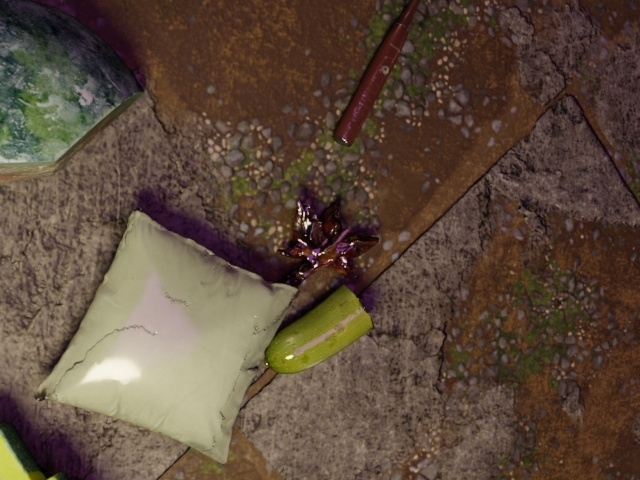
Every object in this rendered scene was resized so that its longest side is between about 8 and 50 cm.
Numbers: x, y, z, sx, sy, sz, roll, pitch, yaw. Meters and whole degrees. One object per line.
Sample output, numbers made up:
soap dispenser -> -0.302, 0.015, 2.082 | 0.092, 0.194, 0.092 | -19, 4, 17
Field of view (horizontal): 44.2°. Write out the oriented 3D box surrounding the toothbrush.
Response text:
toothbrush -> 0.117, -0.323, 1.379 | 0.040, 0.041, 0.364 | 32, 79, -21

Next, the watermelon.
watermelon -> -0.418, -0.172, 1.078 | 0.228, 0.258, 0.387 | 42, 31, -4

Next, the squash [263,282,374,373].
squash -> -0.009, 0.162, 1.309 | 0.188, 0.095, 0.095 | -34, 104, -16

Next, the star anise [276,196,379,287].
star anise -> -0.002, -0.001, 1.325 | 0.212, 0.053, 0.157 | -12, 97, -21

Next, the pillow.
pillow -> -0.218, 0.150, 1.197 | 0.310, 0.119, 0.313 | 28, 79, -24

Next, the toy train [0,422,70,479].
toy train -> -0.417, 0.452, 1.047 | 0.272, 0.179, 0.442 | -32, 83, -21
